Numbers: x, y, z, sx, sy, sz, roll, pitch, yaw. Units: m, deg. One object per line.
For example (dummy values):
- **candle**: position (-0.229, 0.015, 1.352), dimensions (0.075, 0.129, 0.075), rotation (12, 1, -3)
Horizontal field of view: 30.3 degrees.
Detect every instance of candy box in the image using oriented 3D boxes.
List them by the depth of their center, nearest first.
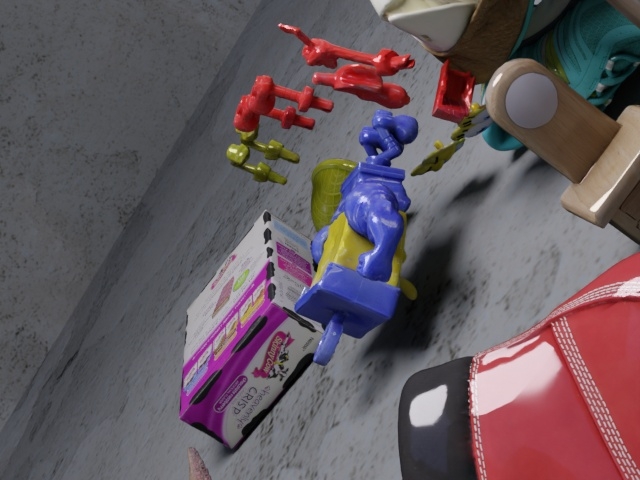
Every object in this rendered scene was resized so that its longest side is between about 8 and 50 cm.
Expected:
- **candy box**: position (-0.072, 0.086, 1.230), dimensions (0.159, 0.071, 0.233), rotation (-51, 19, 17)

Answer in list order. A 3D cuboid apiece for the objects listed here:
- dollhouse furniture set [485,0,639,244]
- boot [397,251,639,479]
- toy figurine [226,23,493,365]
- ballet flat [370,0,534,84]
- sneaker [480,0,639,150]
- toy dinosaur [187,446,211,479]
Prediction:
- **dollhouse furniture set**: position (0.254, -0.119, 0.563), dimensions (0.303, 0.174, 0.355), rotation (-55, 17, 4)
- **boot**: position (0.120, 0.136, 0.424), dimensions (0.176, 0.088, 0.244), rotation (-32, 62, 24)
- **toy figurine**: position (0.000, 0.000, 0.996), dimensions (0.362, 0.191, 0.217), rotation (136, 148, -70)
- **ballet flat**: position (0.097, -0.207, 0.798), dimensions (0.124, 0.116, 0.342), rotation (-23, -17, -20)
- **sneaker**: position (0.204, -0.129, 0.890), dimensions (0.275, 0.107, 0.110), rotation (163, 119, -71)
- **toy dinosaur**: position (-0.095, 0.265, 0.902), dimensions (0.200, 0.127, 0.296), rotation (-35, 14, 33)
